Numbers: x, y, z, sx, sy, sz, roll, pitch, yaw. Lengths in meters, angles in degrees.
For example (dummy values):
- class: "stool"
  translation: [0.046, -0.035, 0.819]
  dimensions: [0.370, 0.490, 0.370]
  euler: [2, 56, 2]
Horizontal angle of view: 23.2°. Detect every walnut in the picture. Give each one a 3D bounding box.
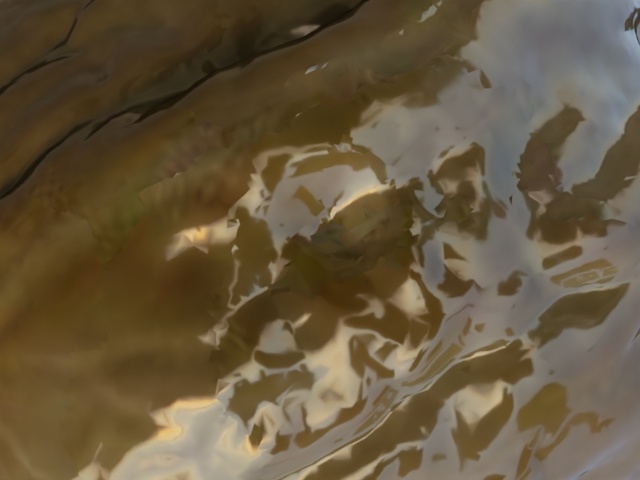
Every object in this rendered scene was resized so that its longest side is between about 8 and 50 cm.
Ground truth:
- class: "walnut"
  translation: [0.000, 0.001, 0.574]
  dimensions: [0.313, 0.252, 0.277]
  euler: [-34, -136, -11]
